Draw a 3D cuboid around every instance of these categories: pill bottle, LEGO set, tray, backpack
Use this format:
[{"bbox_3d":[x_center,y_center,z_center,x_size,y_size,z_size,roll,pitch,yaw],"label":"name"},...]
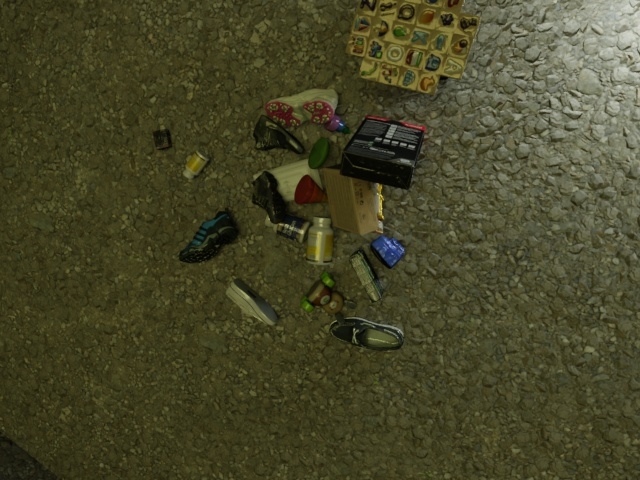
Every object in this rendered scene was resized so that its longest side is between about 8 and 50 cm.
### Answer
[{"bbox_3d":[0.000,0.000,1.714,0.103,0.103,0.184,7,98,12],"label":"pill bottle"},{"bbox_3d":[0.171,-0.164,1.653,0.107,0.132,0.287,-7,101,22],"label":"LEGO set"},{"bbox_3d":[-0.130,-0.060,1.740,0.169,0.094,0.094,22,101,9],"label":"pill bottle"},{"bbox_3d":[-0.518,-0.312,1.812,0.065,0.065,0.116,42,102,5],"label":"pill bottle"},{"bbox_3d":[-0.135,-0.230,1.755,0.270,0.030,0.145,-14,94,14],"label":"tray"},{"bbox_3d":[0.254,0.037,1.669,0.101,0.098,0.120,-42,77,-7],"label":"backpack"}]

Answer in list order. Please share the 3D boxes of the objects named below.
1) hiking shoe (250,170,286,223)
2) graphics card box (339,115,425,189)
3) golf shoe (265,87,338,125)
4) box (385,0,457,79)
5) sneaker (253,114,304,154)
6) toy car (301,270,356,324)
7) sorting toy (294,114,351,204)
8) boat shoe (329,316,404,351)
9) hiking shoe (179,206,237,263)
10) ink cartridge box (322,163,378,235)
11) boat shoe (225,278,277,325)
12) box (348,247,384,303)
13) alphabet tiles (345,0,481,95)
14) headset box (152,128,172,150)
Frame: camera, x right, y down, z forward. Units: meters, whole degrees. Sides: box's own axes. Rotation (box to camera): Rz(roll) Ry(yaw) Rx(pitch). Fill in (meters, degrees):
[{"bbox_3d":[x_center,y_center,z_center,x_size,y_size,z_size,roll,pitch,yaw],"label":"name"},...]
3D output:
[{"bbox_3d":[-0.210,-0.154,1.714,0.114,0.086,0.227,-29,64,30],"label":"hiking shoe"},{"bbox_3d":[0.224,-0.313,1.498,0.233,0.371,0.094,14,125,10],"label":"graphics card box"},{"bbox_3d":[-0.067,-0.519,1.679,0.306,0.115,0.140,9,54,27],"label":"golf shoe"},{"bbox_3d":[0.320,-0.708,1.412,0.212,0.395,0.293,0,97,13],"label":"box"},{"bbox_3d":[-0.173,-0.382,1.720,0.227,0.087,0.130,36,104,9],"label":"sneaker"},{"bbox_3d":[0.043,0.243,1.722,0.188,0.149,0.155,39,93,-6],"label":"toy car"},{"bbox_3d":[0.025,-0.291,1.678,0.126,0.127,0.365,20,94,-27],"label":"sorting toy"},{"bbox_3d":[0.176,0.371,1.723,0.302,0.091,0.114,1,96,12],"label":"boat shoe"},{"bbox_3d":[-0.475,-0.008,1.835,0.304,0.113,0.132,-30,59,20],"label":"hiking shoe"},{"bbox_3d":[0.107,-0.154,1.585,0.088,0.193,0.235,-21,112,-24],"label":"ink cartridge box"},{"bbox_3d":[-0.289,0.273,1.824,0.258,0.095,0.084,43,107,16],"label":"boat shoe"},{"bbox_3d":[0.176,0.129,1.648,0.045,0.184,0.191,-28,91,15],"label":"box"},{"bbox_3d":[0.255,-0.578,1.233,0.342,0.011,0.285,17,100,10],"label":"alphabet tiles"},{"bbox_3d":[-0.669,-0.423,1.850,0.062,0.032,0.083,-8,93,13],"label":"headset box"}]
